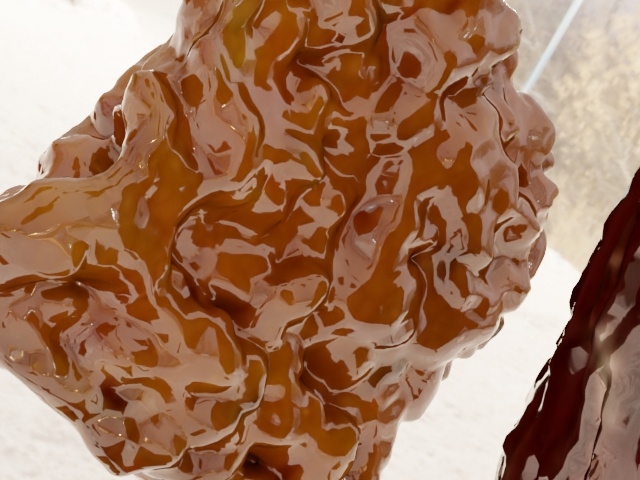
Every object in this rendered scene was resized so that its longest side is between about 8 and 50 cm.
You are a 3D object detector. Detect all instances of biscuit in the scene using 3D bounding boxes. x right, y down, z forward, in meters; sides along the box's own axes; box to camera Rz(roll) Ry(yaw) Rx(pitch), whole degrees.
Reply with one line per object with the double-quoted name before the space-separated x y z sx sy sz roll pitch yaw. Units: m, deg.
"biscuit" 0.000 0.000 0.522 0.110 0.312 0.318 26 -20 48

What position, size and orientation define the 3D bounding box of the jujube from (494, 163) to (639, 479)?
"jujube" 0.202 0.061 0.377 0.258 0.377 0.258 25 20 -10
